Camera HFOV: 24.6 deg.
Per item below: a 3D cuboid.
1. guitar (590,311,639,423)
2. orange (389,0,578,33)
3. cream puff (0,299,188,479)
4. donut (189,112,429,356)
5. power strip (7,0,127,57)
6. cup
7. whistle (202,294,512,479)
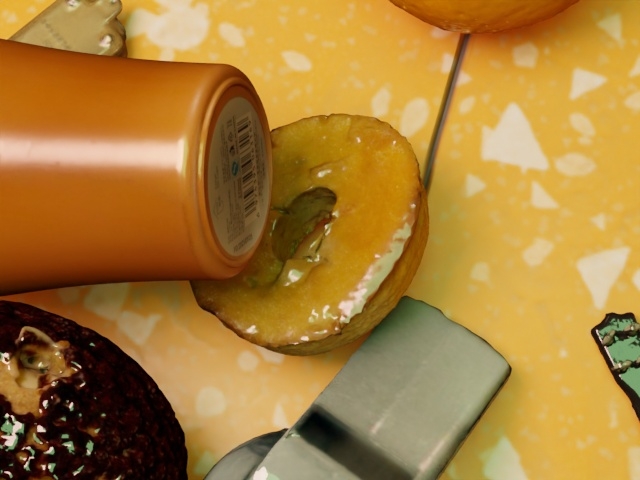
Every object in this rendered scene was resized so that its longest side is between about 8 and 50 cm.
[{"bbox_3d":[0.248,0.171,0.989,0.084,0.038,0.271,-19,77,-4],"label":"guitar"},{"bbox_3d":[0.116,-0.252,1.010,0.219,0.193,0.219,-3,112,-8],"label":"orange"},{"bbox_3d":[-0.203,0.160,0.912,0.239,0.165,0.239,10,121,16],"label":"cream puff"},{"bbox_3d":[0.000,0.000,1.004,0.178,0.065,0.162,-47,52,-5],"label":"donut"},{"bbox_3d":[-0.262,-0.076,1.070,0.305,0.044,0.064,-41,79,-8],"label":"power strip"},{"bbox_3d":[-0.166,-0.036,0.945,0.264,0.226,0.182,2,69,19],"label":"cup"},{"bbox_3d":[0.006,0.176,0.961,0.163,0.163,0.290,35,42,10],"label":"whistle"}]
